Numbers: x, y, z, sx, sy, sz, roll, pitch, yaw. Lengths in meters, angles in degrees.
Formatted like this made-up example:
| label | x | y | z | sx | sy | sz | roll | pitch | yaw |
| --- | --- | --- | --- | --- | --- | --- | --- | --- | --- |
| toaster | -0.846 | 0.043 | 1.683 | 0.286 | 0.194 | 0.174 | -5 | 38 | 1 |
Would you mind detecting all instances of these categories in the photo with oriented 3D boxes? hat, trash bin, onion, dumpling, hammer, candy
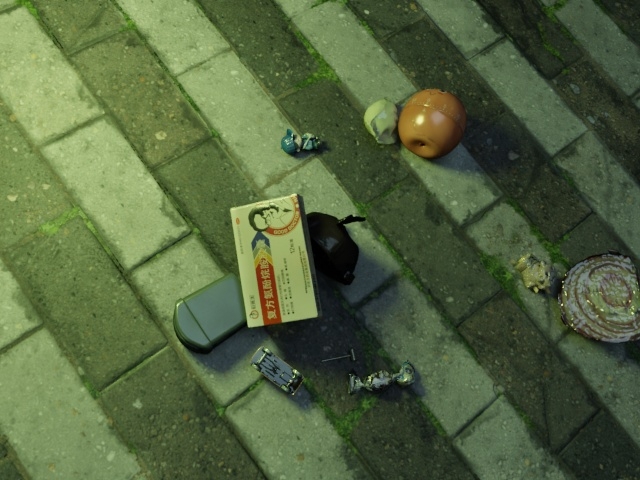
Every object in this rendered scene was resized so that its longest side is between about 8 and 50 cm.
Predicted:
| label | x | y | z | sx | sy | sz | roll | pitch | yaw |
| --- | --- | --- | --- | --- | --- | --- | --- | --- | --- |
| hat | -0.009 | -0.029 | 1.840 | 0.336 | 0.238 | 0.209 | 26 | 70 | 8 |
| trash bin | -0.320 | 0.221 | 1.756 | 0.236 | 0.101 | 0.177 | -31 | 78 | -23 |
| onion | 0.948 | 0.202 | 2.019 | 0.280 | 0.146 | 0.314 | -7 | 71 | 11 |
| dumpling | 0.230 | -0.418 | 2.094 | 0.181 | 0.111 | 0.155 | -43 | 115 | -15 |
| hammer | 0.057 | 0.362 | 1.828 | 0.110 | 0.019 | 0.036 | -9 | 73 | -12 |
| candy | 0.187 | 0.423 | 1.821 | 0.226 | 0.051 | 0.094 | -9 | 63 | -17 |

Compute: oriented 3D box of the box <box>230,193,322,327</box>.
| label | x | y | z | sx | sy | sz | roll | pitch | yaw |
| --- | --- | --- | --- | --- | --- | --- | --- | --- | --- |
| box | -0.128 | 0.060 | 1.700 | 0.214 | 0.069 | 0.353 | -11 | 83 | 16 |

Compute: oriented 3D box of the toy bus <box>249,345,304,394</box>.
| label | x | y | z | sx | sy | sz | roll | pitch | yaw |
| --- | --- | --- | --- | --- | --- | --- | --- | --- | --- |
| toy bus | -0.131 | 0.383 | 1.751 | 0.162 | 0.074 | 0.069 | 37 | 75 | 0 |

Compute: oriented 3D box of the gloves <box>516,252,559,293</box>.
| label | x | y | z | sx | sy | sz | roll | pitch | yaw |
| --- | --- | --- | --- | --- | --- | --- | --- | --- | --- |
| gloves | 0.742 | 0.110 | 2.025 | 0.144 | 0.094 | 0.110 | 31 | 56 | 8 |

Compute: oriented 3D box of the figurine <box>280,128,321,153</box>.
| label | x | y | z | sx | sy | sz | roll | pitch | yaw |
| --- | --- | --- | --- | --- | --- | --- | --- | --- | --- |
| figurine | -0.071 | -0.330 | 2.021 | 0.136 | 0.079 | 0.077 | 6 | 46 | -32 |

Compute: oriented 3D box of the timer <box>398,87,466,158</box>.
| label | x | y | z | sx | sy | sz | roll | pitch | yaw |
| --- | --- | --- | --- | --- | --- | --- | --- | --- | --- |
| timer | 0.386 | -0.406 | 2.049 | 0.229 | 0.229 | 0.215 | 26 | 69 | -2 |
